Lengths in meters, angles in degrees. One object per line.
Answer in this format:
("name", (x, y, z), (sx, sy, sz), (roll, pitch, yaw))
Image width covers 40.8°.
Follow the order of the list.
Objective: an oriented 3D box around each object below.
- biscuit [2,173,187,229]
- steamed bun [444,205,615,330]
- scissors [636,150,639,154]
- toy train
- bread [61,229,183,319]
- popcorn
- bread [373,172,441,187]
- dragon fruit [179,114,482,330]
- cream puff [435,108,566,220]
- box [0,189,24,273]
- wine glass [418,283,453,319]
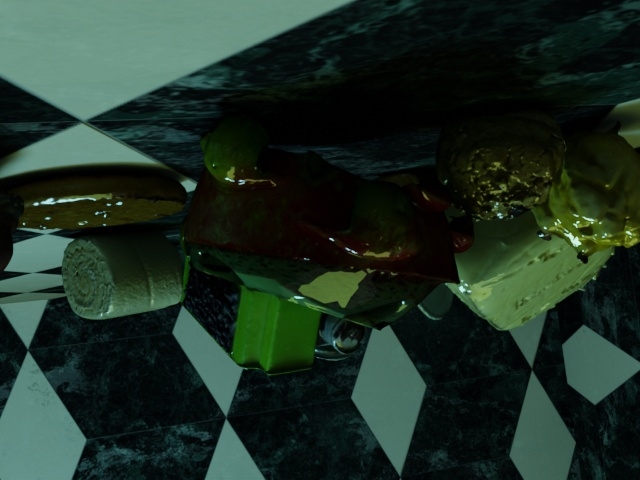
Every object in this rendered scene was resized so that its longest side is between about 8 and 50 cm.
("biscuit", (-0.247, -0.041, 0.917), (0.212, 0.036, 0.212), (-7, 174, -1))
("steamed bun", (0.265, -0.006, 1.149), (0.232, 0.166, 0.273), (-40, 149, 11))
("scissors", (0.382, -0.092, 1.222), (0.383, 0.029, 0.256), (-9, 171, 28))
("toy train", (-0.073, 0.086, 1.402), (0.248, 0.173, 0.307), (-4, -155, -34))
("bread", (-0.308, 0.051, 1.343), (0.148, 0.134, 0.141), (5, -172, 42))
("popcorn", (0.294, -0.051, 0.927), (0.152, 0.148, 0.167), (-56, 152, 16))
("bread", (0.115, -0.058, 1.126), (0.074, 0.053, 0.132), (-9, 177, 21))
("dragon fruit", (-0.001, -0.007, 0.755), (0.268, 0.130, 0.295), (14, 174, 45))
("cream puff", (0.165, -0.070, 0.803), (0.119, 0.104, 0.133), (-2, 177, 26))
("box", (-0.434, 0.041, 0.795), (0.263, 0.108, 0.404), (-18, 174, -36))
("wine glass", (0.059, 0.101, 1.824), (0.406, 0.267, 0.267), (-15, 172, 31))
